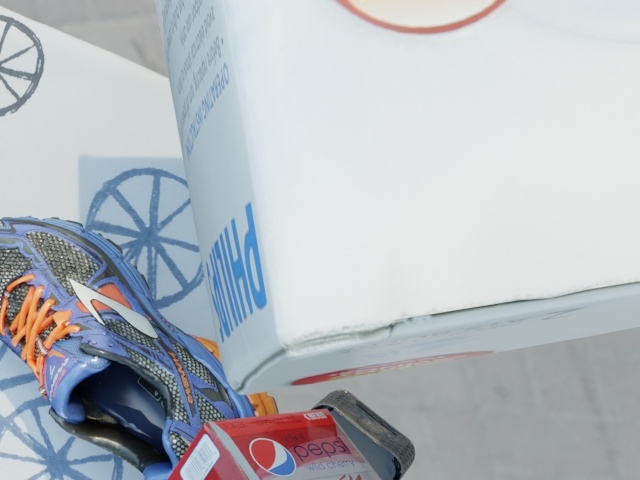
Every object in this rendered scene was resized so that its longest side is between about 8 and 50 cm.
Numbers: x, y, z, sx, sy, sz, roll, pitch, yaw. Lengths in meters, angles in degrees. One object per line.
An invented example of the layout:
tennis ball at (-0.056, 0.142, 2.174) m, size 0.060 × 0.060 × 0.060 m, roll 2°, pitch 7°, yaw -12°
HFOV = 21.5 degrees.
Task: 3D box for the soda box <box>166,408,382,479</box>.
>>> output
soda box at (-0.066, 0.207, 0.860) m, size 0.083 × 0.092 × 0.263 m, roll 51°, pitch 121°, yaw 30°

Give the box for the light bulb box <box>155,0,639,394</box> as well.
light bulb box at (0.114, -0.157, 0.568) m, size 0.225 × 0.358 × 0.361 m, roll 132°, pitch 127°, yaw -80°

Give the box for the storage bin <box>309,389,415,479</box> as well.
storage bin at (0.005, 0.267, 1.837) m, size 0.122 × 0.084 × 0.180 m, roll 38°, pitch 102°, yaw 6°

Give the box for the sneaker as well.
sneaker at (-0.125, 0.058, 0.914) m, size 0.221 × 0.087 × 0.083 m, roll 32°, pitch 113°, yaw 19°

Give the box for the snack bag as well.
snack bag at (-0.216, 0.016, 1.012) m, size 0.343 × 0.323 × 0.037 m, roll 24°, pitch 166°, yaw -19°
